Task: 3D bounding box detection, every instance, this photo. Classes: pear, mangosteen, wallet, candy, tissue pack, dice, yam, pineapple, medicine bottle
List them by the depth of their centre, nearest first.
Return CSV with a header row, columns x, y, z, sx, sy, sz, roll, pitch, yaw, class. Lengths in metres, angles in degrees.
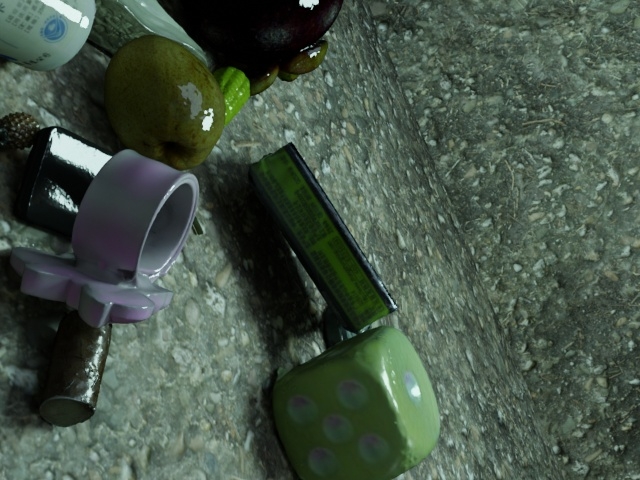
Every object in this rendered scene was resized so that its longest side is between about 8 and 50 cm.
x,y,z,sx,sy,sz,roll,pitch,yaw,class
-0.320,0.167,1.113,0.079,0.079,0.141,48,29,-39,yam
-0.463,-0.356,1.151,0.293,0.170,0.170,24,49,-60,medicine bottle
-0.439,-0.143,1.156,0.058,0.058,0.124,64,22,-9,pineapple
-0.342,-0.068,1.268,0.250,0.044,0.149,27,74,-56,wallet
-0.265,-0.229,1.453,0.228,0.188,0.211,34,28,-54,pear
0.072,0.321,1.634,0.254,0.250,0.252,67,21,0,dice
-0.211,-0.287,1.763,0.097,0.096,0.209,57,28,-26,candy
0.000,0.000,1.763,0.394,0.124,0.288,57,-3,1,tissue pack
-0.132,-0.535,1.894,0.382,0.382,0.435,-84,-177,-49,mangosteen

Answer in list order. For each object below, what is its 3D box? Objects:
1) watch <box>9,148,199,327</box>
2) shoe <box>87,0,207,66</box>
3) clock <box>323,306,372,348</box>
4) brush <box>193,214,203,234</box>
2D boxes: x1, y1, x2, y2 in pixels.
x,y,z,sx,sy,sz,roll,pitch,yaw,class
-0.278,-0.014,1.161,0.248,0.211,0.217,1,110,-80,watch
-0.341,-0.413,1.559,0.316,0.124,0.159,28,38,-57,shoe
0.079,0.247,1.990,0.226,0.049,0.226,50,27,-37,clock
-0.241,-0.048,1.573,0.013,0.016,0.084,-28,95,-55,brush
